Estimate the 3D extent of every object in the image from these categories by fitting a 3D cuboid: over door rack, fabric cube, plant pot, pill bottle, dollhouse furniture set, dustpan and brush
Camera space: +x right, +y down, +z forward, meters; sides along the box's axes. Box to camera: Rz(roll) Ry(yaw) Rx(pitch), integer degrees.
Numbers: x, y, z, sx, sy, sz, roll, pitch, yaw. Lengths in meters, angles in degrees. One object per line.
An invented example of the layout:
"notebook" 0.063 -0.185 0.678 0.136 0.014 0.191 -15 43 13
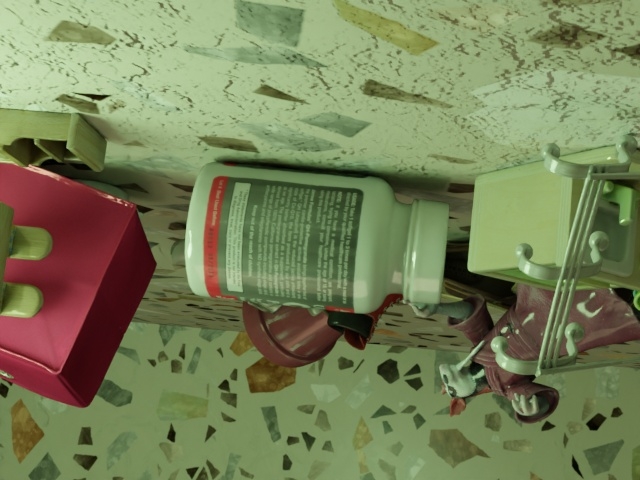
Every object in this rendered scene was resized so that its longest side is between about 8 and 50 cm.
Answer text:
"over door rack" 0.346 0.021 1.143 0.324 0.240 0.108 2 -155 -16
"fabric cube" -0.405 0.060 1.563 0.254 0.259 0.258 22 163 4
"plant pot" -0.018 0.123 2.092 0.201 0.201 0.180 14 151 -35
"pill bottle" 0.000 0.000 1.411 0.318 0.176 0.176 6 169 6
"dollhouse furniture set" -0.364 -0.026 1.322 0.161 0.242 0.212 5 170 8
"dustpan and brush" -0.322 -0.053 1.642 0.147 0.060 0.211 17 165 -42

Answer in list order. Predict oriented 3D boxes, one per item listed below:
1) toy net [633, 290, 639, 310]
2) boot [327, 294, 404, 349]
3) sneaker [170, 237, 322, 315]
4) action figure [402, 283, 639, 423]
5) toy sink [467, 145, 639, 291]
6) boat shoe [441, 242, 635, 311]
"toy net" 0.473 0.020 1.334 0.122 0.045 0.232 13 145 -6
"boot" 0.112 0.109 1.922 0.244 0.176 0.088 13 166 -37
"sneaker" -0.111 0.054 1.898 0.297 0.129 0.111 10 171 -10
"action figure" 0.306 0.125 1.613 0.275 0.248 0.370 -5 148 -49
"toy sink" 0.304 -0.013 1.277 0.152 0.131 0.234 13 168 -31
"boat shoe" 0.320 0.059 1.697 0.342 0.123 0.123 11 172 10
